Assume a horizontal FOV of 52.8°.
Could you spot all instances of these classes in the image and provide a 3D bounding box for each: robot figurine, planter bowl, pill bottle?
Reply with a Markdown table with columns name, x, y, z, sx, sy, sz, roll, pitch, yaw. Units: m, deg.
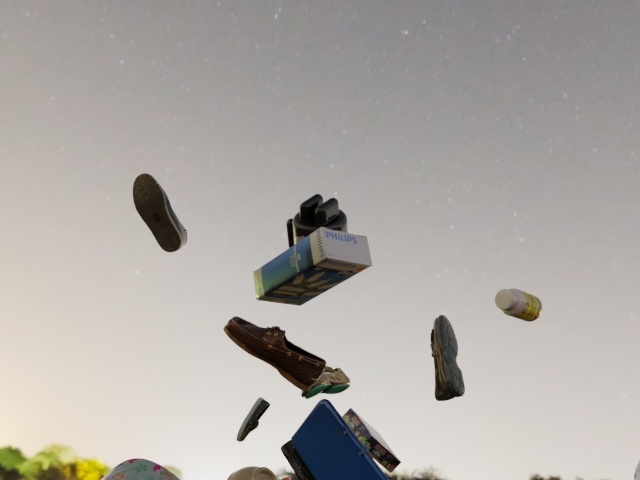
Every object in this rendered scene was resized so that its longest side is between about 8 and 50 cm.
| name | x | y | z | sx | sy | sz | roll | pitch | yaw |
| --- | --- | --- | --- | --- | --- | --- | --- | --- | --- |
| robot figurine | 0.000 | 0.001 | 2.002 | 0.174 | 0.209 | 0.278 | -10 | -60 | -13 |
| planter bowl | -0.199 | 0.770 | 2.003 | 0.162 | 0.162 | 0.109 | 32 | -58 | -31 |
| pill bottle | 0.451 | 0.146 | 1.477 | 0.116 | 0.065 | 0.065 | 19 | -25 | -39 |

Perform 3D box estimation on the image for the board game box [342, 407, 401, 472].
| name | x | y | z | sx | sy | sz | roll | pitch | yaw |
| --- | --- | --- | --- | --- | --- | --- | --- | --- | --- |
| board game box | 0.146 | 0.580 | 1.880 | 0.141 | 0.048 | 0.170 | 47 | -4 | -22 |

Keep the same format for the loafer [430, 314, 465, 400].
| name | x | y | z | sx | sy | sz | roll | pitch | yaw |
| --- | --- | --- | --- | --- | --- | --- | --- | --- | --- |
| loafer | 0.349 | 0.338 | 1.874 | 0.084 | 0.267 | 0.096 | -32 | -51 | 29 |

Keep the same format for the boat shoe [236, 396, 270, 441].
| name | x | y | z | sx | sy | sz | roll | pitch | yaw |
| --- | --- | --- | --- | --- | --- | --- | --- | --- | --- |
| boat shoe | -0.196 | 0.525 | 1.880 | 0.040 | 0.142 | 0.049 | 23 | -26 | 17 |

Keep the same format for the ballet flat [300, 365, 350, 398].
| name | x | y | z | sx | sy | sz | roll | pitch | yaw |
| --- | --- | --- | --- | --- | --- | --- | --- | --- | --- |
| ballet flat | 0.001 | 0.331 | 1.526 | 0.073 | 0.067 | 0.206 | -39 | -24 | 15 |

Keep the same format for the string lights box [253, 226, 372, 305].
| name | x | y | z | sx | sy | sz | roll | pitch | yaw |
| --- | --- | --- | --- | --- | --- | --- | --- | --- | --- |
| string lights box | -0.023 | 0.063 | 1.442 | 0.133 | 0.076 | 0.260 | 11 | -30 | -38 |

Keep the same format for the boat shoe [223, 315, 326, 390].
| name | x | y | z | sx | sy | sz | roll | pitch | yaw |
| --- | --- | --- | --- | --- | --- | --- | --- | --- | --- |
| boat shoe | -0.085 | 0.201 | 1.235 | 0.207 | 0.073 | 0.073 | 33 | 15 | -1 |

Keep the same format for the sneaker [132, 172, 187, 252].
| name | x | y | z | sx | sy | sz | roll | pitch | yaw |
| --- | --- | --- | --- | --- | --- | --- | --- | --- | --- |
| sneaker | -0.432 | -0.074 | 1.739 | 0.083 | 0.222 | 0.118 | -22 | 5 | 1 |

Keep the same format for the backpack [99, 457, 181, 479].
| name | x | y | z | sx | sy | sz | roll | pitch | yaw |
| --- | --- | --- | --- | --- | --- | --- | --- | --- | --- |
| backpack | -0.383 | 0.577 | 1.284 | 0.225 | 0.253 | 0.191 | 43 | 1 | -8 |

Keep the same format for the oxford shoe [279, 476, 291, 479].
| name | x | y | z | sx | sy | sz | roll | pitch | yaw |
| --- | --- | --- | --- | --- | --- | --- | --- | --- | --- |
| oxford shoe | -0.184 | 0.913 | 2.218 | 0.097 | 0.098 | 0.271 | -3 | -34 | -48 |

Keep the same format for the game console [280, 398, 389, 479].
| name | x | y | z | sx | sy | sz | roll | pitch | yaw |
| --- | --- | --- | --- | --- | --- | --- | --- | --- | --- |
| game console | 0.050 | 0.587 | 1.592 | 0.293 | 0.173 | 0.250 | 47 | -13 | 41 |

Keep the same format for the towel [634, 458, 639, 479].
| name | x | y | z | sx | sy | sz | roll | pitch | yaw |
| --- | --- | --- | --- | --- | --- | --- | --- | --- | --- |
| towel | 0.643 | 0.382 | 1.151 | 0.076 | 0.228 | 0.308 | 23 | -56 | 23 |
